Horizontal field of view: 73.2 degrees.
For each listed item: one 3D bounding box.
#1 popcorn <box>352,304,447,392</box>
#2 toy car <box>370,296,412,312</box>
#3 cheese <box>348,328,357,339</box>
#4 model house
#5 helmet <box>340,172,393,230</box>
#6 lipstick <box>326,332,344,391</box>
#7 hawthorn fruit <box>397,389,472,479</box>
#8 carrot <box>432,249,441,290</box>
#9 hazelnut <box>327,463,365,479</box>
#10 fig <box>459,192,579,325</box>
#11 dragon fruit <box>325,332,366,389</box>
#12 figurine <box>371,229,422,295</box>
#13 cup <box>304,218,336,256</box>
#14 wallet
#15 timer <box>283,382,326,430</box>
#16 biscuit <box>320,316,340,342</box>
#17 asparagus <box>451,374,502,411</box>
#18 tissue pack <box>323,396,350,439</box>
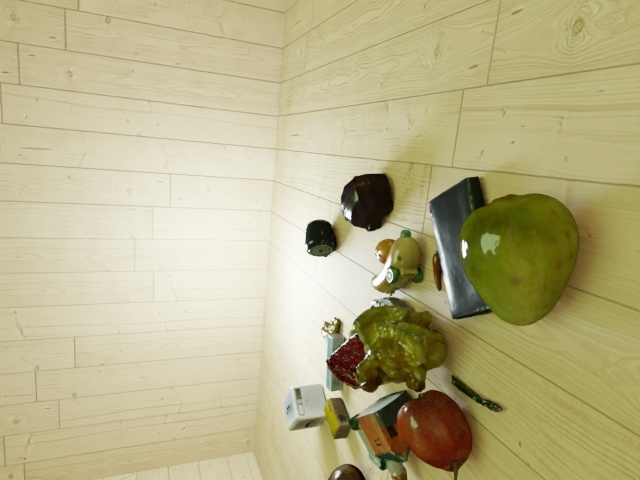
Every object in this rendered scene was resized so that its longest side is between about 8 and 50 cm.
[{"bbox_3d":[0.260,0.340,1.456,0.321,0.326,0.290,-60,-7,30],"label":"popcorn"},{"bbox_3d":[0.278,0.272,1.703,0.210,0.089,0.108,-135,50,-58],"label":"toy car"},{"bbox_3d":[0.168,0.508,1.998,0.043,0.065,0.194,-39,52,54],"label":"cheese"},{"bbox_3d":[0.276,0.758,1.635,0.300,0.190,0.271,65,146,18],"label":"model house"},{"bbox_3d":[0.174,-0.162,1.860,0.305,0.177,0.225,123,139,-51],"label":"helmet"},{"bbox_3d":[0.073,0.628,2.213,0.077,0.076,0.289,-163,75,-66],"label":"lipstick"},{"bbox_3d":[0.363,0.609,1.336,0.262,0.211,0.210,65,148,32],"label":"hawthorn fruit"},{"bbox_3d":[0.402,0.103,1.478,0.035,0.035,0.142,-165,69,-67],"label":"carrot"},{"bbox_3d":[0.124,1.133,1.934,0.229,0.230,0.229,-179,90,-68],"label":"hazelnut"},{"bbox_3d":[0.469,0.050,1.035,0.258,0.258,0.326,-155,55,-66],"label":"fig"},{"bbox_3d":[0.191,0.518,1.864,0.317,0.152,0.205,-49,62,39],"label":"dragon fruit"},{"bbox_3d":[0.277,0.088,1.669,0.324,0.124,0.222,121,143,-58],"label":"figurine"},{"bbox_3d":[0.000,0.000,2.332,0.223,0.169,0.176,68,-169,-57],"label":"cup"},{"bbox_3d":[0.447,0.027,1.331,0.228,0.062,0.406,138,130,-62],"label":"wallet"},{"bbox_3d":[-0.087,0.943,2.443,0.195,0.194,0.192,115,148,-46],"label":"timer"},{"bbox_3d":[0.051,0.473,2.323,0.183,0.039,0.174,-141,54,-62],"label":"biscuit"},{"bbox_3d":[0.466,0.469,1.312,0.236,0.027,0.034,-160,61,-67],"label":"asparagus"},{"bbox_3d":[0.082,0.895,2.176,0.169,0.082,0.120,-117,34,-49],"label":"tissue pack"}]
